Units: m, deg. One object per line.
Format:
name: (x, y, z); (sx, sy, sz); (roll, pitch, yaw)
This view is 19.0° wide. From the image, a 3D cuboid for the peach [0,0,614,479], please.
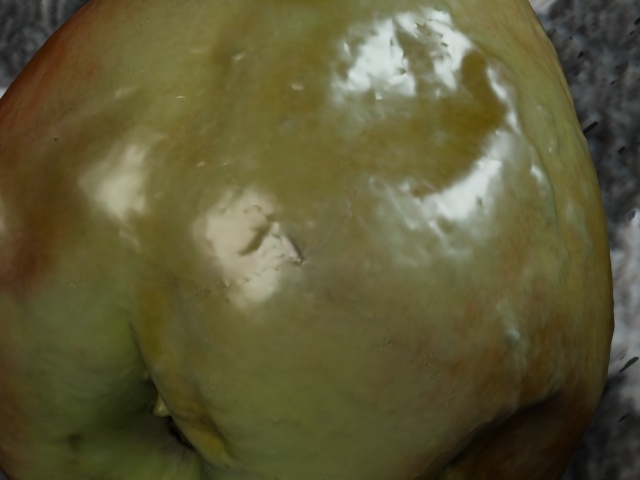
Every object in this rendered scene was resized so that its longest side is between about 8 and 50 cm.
peach: (0.000, 0.000, 0.617); (0.214, 0.214, 0.235); (22, 53, 23)
